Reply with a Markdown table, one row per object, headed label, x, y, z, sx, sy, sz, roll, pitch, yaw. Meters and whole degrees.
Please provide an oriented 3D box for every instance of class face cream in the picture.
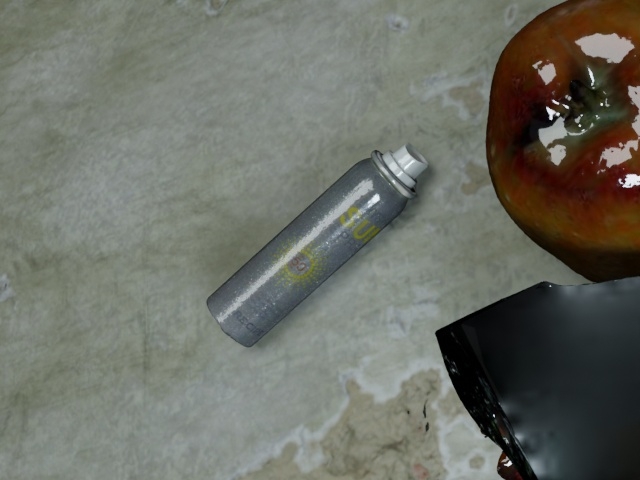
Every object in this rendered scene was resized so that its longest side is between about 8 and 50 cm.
| label | x | y | z | sx | sy | sz | roll | pitch | yaw |
| --- | --- | --- | --- | --- | --- | --- | --- | --- | --- |
| face cream | 0.000 | 0.000 | 2.015 | 0.283 | 0.073 | 0.073 | -42 | 54 | 11 |

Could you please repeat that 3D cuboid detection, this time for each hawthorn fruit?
| label | x | y | z | sx | sy | sz | roll | pitch | yaw |
| --- | --- | --- | --- | --- | --- | --- | --- | --- | --- |
| hawthorn fruit | 0.277 | -0.108 | 1.737 | 0.267 | 0.301 | 0.268 | -10 | 66 | 23 |

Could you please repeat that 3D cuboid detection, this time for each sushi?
| label | x | y | z | sx | sy | sz | roll | pitch | yaw |
| --- | --- | --- | --- | --- | --- | --- | --- | --- | --- |
| sushi | 0.244 | 0.129 | 1.701 | 0.227 | 0.212 | 0.215 | -26 | 90 | -15 |
